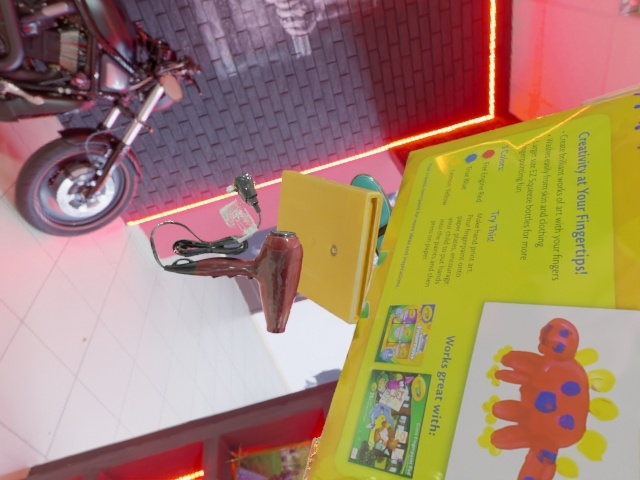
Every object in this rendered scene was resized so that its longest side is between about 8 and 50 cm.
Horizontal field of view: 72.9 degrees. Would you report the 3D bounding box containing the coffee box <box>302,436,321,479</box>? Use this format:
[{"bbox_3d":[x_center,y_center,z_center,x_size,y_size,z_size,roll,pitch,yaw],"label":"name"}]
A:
[{"bbox_3d":[0.167,0.594,0.913,0.337,0.338,0.335,40,33,-84],"label":"coffee box"}]

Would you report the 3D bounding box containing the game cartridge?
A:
[{"bbox_3d":[0.000,0.000,1.003,0.323,0.052,0.285,25,-67,51],"label":"game cartridge"}]

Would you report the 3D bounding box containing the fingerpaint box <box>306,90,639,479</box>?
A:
[{"bbox_3d":[0.236,0.077,0.430,0.163,0.371,0.445,46,52,-35],"label":"fingerpaint box"}]

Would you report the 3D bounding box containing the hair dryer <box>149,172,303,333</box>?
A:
[{"bbox_3d":[-0.141,0.045,0.797,0.294,0.223,0.080,55,3,-9],"label":"hair dryer"}]

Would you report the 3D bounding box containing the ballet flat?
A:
[{"bbox_3d":[0.186,-0.035,1.268,0.342,0.116,0.124,62,19,1],"label":"ballet flat"}]

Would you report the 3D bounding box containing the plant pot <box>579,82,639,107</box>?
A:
[{"bbox_3d":[0.719,-0.209,0.891,0.333,0.305,0.334,5,84,-50],"label":"plant pot"}]
